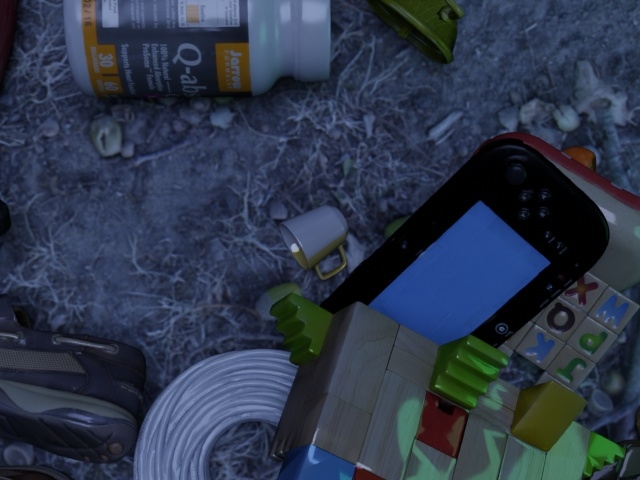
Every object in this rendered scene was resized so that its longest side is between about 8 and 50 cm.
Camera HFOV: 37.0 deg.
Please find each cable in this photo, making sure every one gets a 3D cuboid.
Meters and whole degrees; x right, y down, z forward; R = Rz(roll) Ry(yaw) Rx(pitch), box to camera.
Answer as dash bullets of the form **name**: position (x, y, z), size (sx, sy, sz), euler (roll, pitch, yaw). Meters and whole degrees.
- **cable**: position (-0.069, 0.244, 1.019), size (0.257, 0.089, 0.257), euler (-25, 82, -6)

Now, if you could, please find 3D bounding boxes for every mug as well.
- **mug**: position (-0.002, -0.003, 1.081), size (0.064, 0.078, 0.062), euler (-31, 51, -15)

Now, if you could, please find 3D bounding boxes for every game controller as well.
- **game controller**: position (0.140, 0.043, 0.996), size (0.166, 0.067, 0.319), euler (44, 114, -1)

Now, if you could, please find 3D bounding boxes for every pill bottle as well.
- **pill bottle**: position (-0.130, -0.239, 1.054), size (0.278, 0.162, 0.162), euler (-1, 81, -1)

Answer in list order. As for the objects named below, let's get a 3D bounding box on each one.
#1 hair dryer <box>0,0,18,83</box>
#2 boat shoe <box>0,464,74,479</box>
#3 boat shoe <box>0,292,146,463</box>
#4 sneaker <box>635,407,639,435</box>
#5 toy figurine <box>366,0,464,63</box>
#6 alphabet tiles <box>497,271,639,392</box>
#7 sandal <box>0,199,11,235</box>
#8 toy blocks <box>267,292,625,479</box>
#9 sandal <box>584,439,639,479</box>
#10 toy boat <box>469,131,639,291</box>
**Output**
- **hair dryer**: position (-0.452, -0.258, 1.107), size (0.223, 0.080, 0.294), euler (-39, 78, 9)
- **boat shoe**: position (-0.415, 0.284, 0.986), size (0.324, 0.116, 0.123), euler (-6, 81, -3)
- **boat shoe**: position (-0.350, 0.134, 1.024), size (0.355, 0.132, 0.130), euler (15, 56, 5)
- **sneaker**: position (0.439, 0.231, 1.051), size (0.185, 0.084, 0.070), euler (32, 118, 24)
- **toy figurine**: position (0.068, -0.397, 1.078), size (0.362, 0.191, 0.217), euler (37, 77, 3)
- **alphabet tiles**: position (0.189, 0.084, 1.045), size (0.237, 0.009, 0.198), euler (33, 109, 3)
- **sandal**: position (-0.538, 0.023, 1.024), size (0.445, 0.167, 0.107), euler (-7, 107, 5)
- **toy blocks**: position (0.093, 0.244, 0.899), size (0.381, 0.190, 0.261), euler (30, 60, -16)
- **sandal**: position (0.312, 0.318, 1.036), size (0.089, 0.060, 0.220), euler (7, 96, -5)
- **toy boat**: position (0.274, -0.046, 1.063), size (0.231, 0.151, 0.151), euler (32, 53, 3)
